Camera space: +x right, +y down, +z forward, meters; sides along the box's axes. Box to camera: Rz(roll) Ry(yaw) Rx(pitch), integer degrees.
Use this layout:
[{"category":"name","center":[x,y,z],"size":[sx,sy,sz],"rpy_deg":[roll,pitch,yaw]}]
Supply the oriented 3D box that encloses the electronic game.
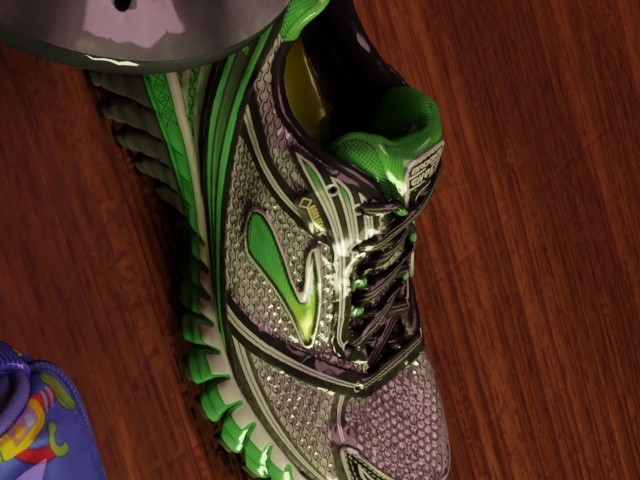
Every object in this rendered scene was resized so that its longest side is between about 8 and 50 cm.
[{"category":"electronic game","center":[-0.108,-0.170,0.788],"size":[0.229,0.048,0.229],"rpy_deg":[15,53,-21]}]

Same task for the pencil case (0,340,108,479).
[{"category":"pencil case","center":[-0.110,0.178,0.769],"size":[0.133,0.119,0.306],"rpy_deg":[-36,120,-16]}]

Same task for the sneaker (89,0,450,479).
[{"category":"sneaker","center":[0.000,0.000,0.915],"size":[0.134,0.146,0.343],"rpy_deg":[-45,123,-45]}]
